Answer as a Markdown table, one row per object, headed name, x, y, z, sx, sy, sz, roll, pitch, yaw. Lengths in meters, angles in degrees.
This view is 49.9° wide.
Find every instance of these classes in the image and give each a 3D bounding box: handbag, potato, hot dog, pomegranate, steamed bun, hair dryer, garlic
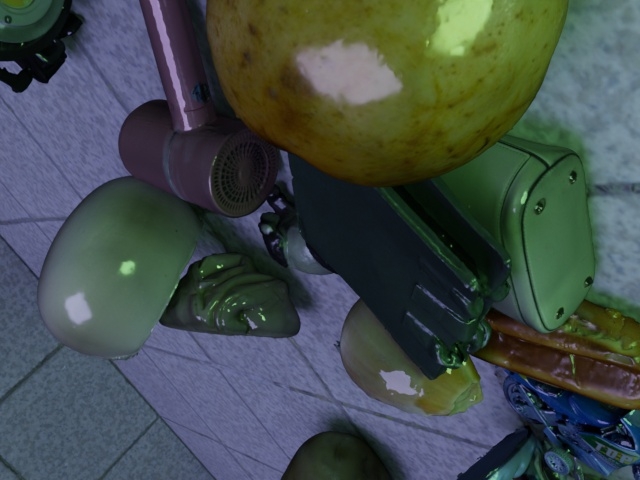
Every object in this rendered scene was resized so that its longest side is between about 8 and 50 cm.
| name | x | y | z | sx | sy | sz | roll | pitch | yaw |
| --- | --- | --- | --- | --- | --- | --- | --- | --- | --- |
| handbag | 0.133 | -0.044 | 0.738 | 0.315 | 0.109 | 0.241 | 31 | 151 | 48 |
| handbag | 0.071 | -0.002 | 0.684 | 0.260 | 0.079 | 0.248 | 48 | 163 | 22 |
| potato | 0.032 | 0.550 | 1.482 | 0.243 | 0.221 | 0.326 | 29 | 137 | 8 |
| hot dog | 0.247 | 0.104 | 0.767 | 0.268 | 0.072 | 0.115 | 17 | 142 | 43 |
| pomegranate | 0.045 | -0.167 | 0.494 | 0.260 | 0.260 | 0.260 | 31 | 149 | 21 |
| steamed bun | -0.148 | 0.090 | 1.176 | 0.211 | 0.145 | 0.218 | 10 | 171 | -37 |
| hair dryer | -0.187 | -0.210 | 0.882 | 0.210 | 0.125 | 0.353 | 22 | 135 | 36 |
| garlic | 0.107 | 0.127 | 0.873 | 0.164 | 0.145 | 0.245 | 34 | -171 | -16 |
| steamed bun | -0.350 | 0.036 | 1.167 | 0.206 | 0.324 | 0.324 | 28 | 155 | -16 |

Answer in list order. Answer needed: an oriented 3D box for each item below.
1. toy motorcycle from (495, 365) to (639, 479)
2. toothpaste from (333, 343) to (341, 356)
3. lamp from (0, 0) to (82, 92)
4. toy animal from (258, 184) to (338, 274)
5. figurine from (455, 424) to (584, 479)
| name | x | y | z | sx | sy | sz | roll | pitch | yaw |
| --- | --- | --- | --- | --- | --- | --- | --- | --- | --- |
| toy motorcycle | 0.314 | 0.208 | 0.809 | 0.254 | 0.092 | 0.136 | 28 | 140 | 44 |
| toothpaste | 0.114 | 0.221 | 1.135 | 0.255 | 0.037 | 0.067 | 11 | 138 | 51 |
| lamp | -0.479 | -0.364 | 0.919 | 0.374 | 0.205 | 0.272 | 42 | 161 | -34 |
| toy animal | 0.000 | 0.000 | 0.919 | 0.225 | 0.094 | 0.121 | 9 | 138 | 44 |
| figurine | 0.360 | 0.431 | 0.894 | 0.388 | 0.248 | 0.276 | 49 | -179 | 16 |
